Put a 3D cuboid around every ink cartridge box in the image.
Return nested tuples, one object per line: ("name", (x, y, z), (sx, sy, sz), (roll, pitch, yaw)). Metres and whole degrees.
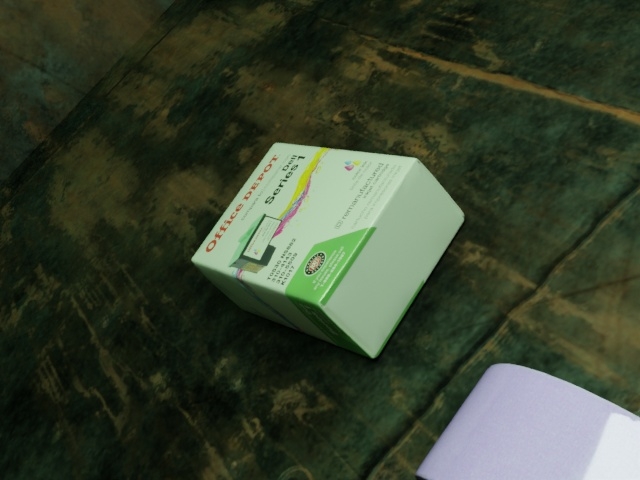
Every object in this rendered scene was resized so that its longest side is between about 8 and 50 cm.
("ink cartridge box", (0.000, 0.000, 1.110), (0.278, 0.117, 0.201), (14, 64, 52))

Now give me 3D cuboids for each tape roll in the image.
("tape roll", (0.194, 0.192, 0.568), (0.090, 0.275, 0.274), (-52, 35, -12))
